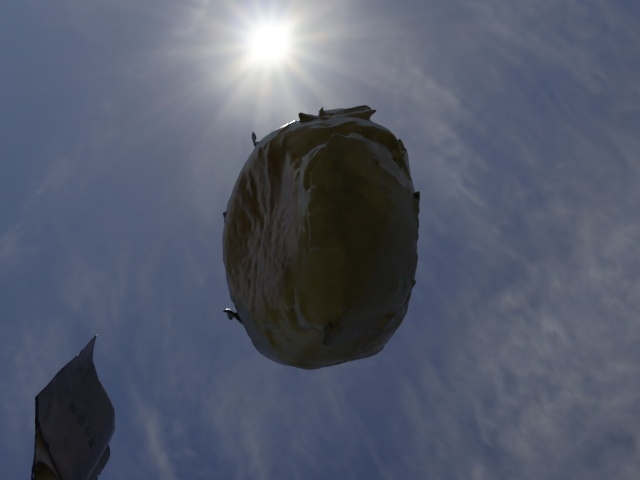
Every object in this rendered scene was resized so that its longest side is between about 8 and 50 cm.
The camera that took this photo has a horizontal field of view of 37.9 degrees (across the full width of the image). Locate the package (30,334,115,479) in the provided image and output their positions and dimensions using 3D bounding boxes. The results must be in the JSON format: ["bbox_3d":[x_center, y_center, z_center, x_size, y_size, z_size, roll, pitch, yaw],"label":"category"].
[{"bbox_3d":[-0.403,0.307,1.513,0.062,0.250,0.204,2,-157,11],"label":"package"}]

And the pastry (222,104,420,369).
[{"bbox_3d":[0.000,0.000,0.562,0.166,0.088,0.165,-5,-96,62],"label":"pastry"}]
